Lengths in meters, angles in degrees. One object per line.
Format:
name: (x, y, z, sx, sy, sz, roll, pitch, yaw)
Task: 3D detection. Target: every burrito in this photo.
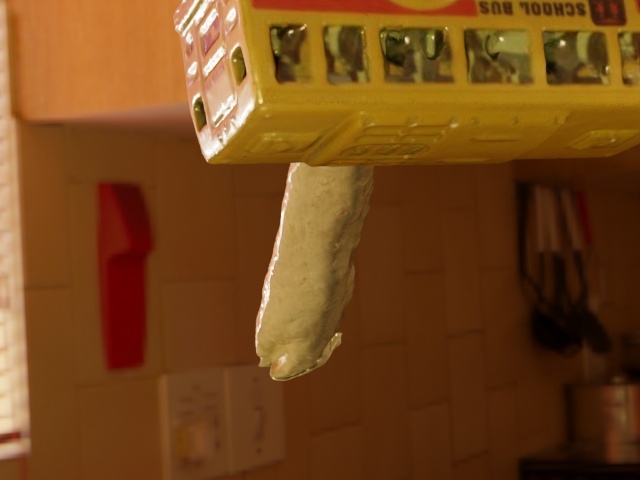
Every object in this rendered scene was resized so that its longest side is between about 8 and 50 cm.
burrito: (0.000, 0.000, 1.020, 0.082, 0.275, 0.059, -28, 56, -34)

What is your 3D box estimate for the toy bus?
toy bus: (0.097, -0.107, 0.731, 0.336, 0.123, 0.121, -2, -15, -21)
